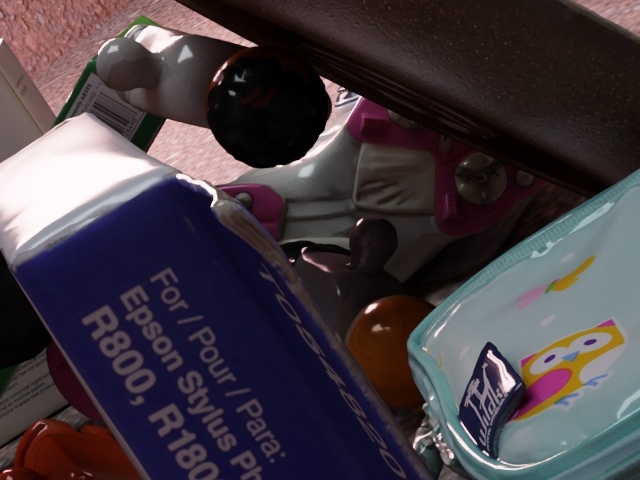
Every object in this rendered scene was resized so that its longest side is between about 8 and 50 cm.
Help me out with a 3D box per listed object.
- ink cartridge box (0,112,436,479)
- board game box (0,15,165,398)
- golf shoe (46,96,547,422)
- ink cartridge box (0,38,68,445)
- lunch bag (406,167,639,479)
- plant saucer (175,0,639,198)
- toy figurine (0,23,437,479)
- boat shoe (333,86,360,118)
[{"bbox_3d":[0.000,0.077,0.432,0.045,0.223,0.224,-34,13,-8],"label":"ink cartridge box"},{"bbox_3d":[-0.164,0.038,0.962,0.317,0.046,0.213,-58,7,10],"label":"board game box"},{"bbox_3d":[0.000,0.000,0.974,0.306,0.115,0.140,-31,-3,0],"label":"golf shoe"},{"bbox_3d":[-0.204,0.002,1.139,0.153,0.208,0.087,-31,14,3],"label":"ink cartridge box"},{"bbox_3d":[0.156,0.012,0.552,0.279,0.108,0.224,-32,14,1],"label":"lunch bag"},{"bbox_3d":[0.040,-0.079,0.755,0.050,0.311,0.310,-64,15,3],"label":"plant saucer"},{"bbox_3d":[-0.061,0.025,0.771,0.210,0.213,0.148,-33,24,-15],"label":"toy figurine"},{"bbox_3d":[0.067,-0.165,1.383,0.183,0.083,0.065,-38,15,-21],"label":"boat shoe"}]
